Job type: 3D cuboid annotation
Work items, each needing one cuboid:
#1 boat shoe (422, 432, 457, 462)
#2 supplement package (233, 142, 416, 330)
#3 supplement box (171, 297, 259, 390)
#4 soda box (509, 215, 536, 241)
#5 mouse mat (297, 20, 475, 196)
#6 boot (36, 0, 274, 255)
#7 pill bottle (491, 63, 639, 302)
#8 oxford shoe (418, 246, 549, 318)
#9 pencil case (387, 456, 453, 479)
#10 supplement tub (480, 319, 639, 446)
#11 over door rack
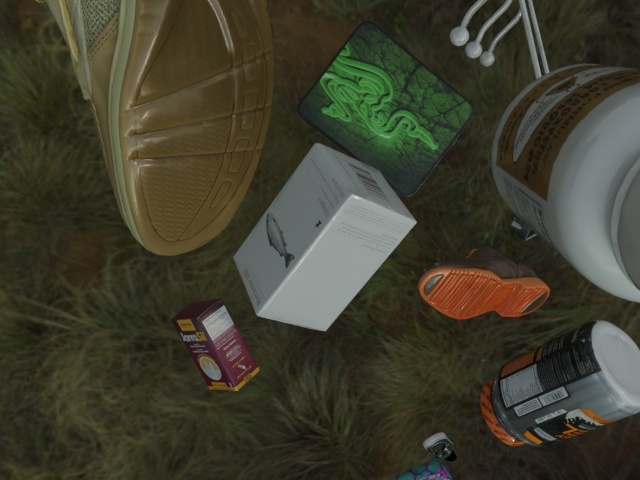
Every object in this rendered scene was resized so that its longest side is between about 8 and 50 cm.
[{"bbox_3d":[0.252,0.428,1.388,0.049,0.142,0.040,-38,56,7],"label":"boat shoe"},{"bbox_3d":[0.000,0.000,0.769,0.179,0.105,0.105,-53,42,22],"label":"supplement package"},{"bbox_3d":[-0.227,0.227,1.466,0.104,0.081,0.188,-10,111,44],"label":"supplement box"},{"bbox_3d":[0.543,-0.074,1.727,0.053,0.168,0.060,-28,59,-23],"label":"soda box"},{"bbox_3d":[0.086,-0.166,0.859,0.190,0.007,0.152,37,88,-6],"label":"mouse mat"},{"bbox_3d":[-0.130,-0.136,0.376,0.204,0.095,0.261,20,122,38],"label":"boot"},{"bbox_3d":[0.195,-0.035,0.410,0.131,0.229,0.131,0,108,-1],"label":"pill bottle"},{"bbox_3d":[0.329,0.082,1.443,0.130,0.364,0.132,-54,45,29],"label":"oxford shoe"},{"bbox_3d":[0.201,0.517,1.437,0.152,0.070,0.064,-30,74,7],"label":"pencil case"},{"bbox_3d":[0.302,0.188,0.851,0.190,0.117,0.116,-42,70,42],"label":"supplement tub"},{"bbox_3d":[0.248,-0.219,0.836,0.108,0.239,0.324,-26,88,24],"label":"over door rack"}]
